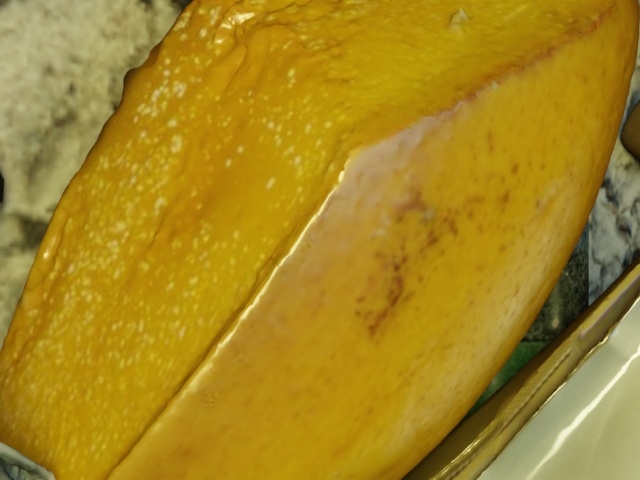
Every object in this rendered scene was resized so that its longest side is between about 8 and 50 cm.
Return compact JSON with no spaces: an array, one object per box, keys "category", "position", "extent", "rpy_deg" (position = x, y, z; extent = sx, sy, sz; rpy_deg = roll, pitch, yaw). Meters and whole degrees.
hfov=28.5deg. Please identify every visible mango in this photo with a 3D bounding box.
[{"category":"mango","position":[0.000,0.000,0.502],"extent":[0.199,0.201,0.350],"rpy_deg":[38,70,-15]}]

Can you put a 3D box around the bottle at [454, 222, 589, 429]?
[{"category":"bottle","position":[0.096,-0.020,0.670],"extent":[0.093,0.093,0.330],"rpy_deg":[-5,96,-47]}]

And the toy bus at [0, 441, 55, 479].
[{"category":"toy bus","position":[-0.184,0.049,0.274],"extent":[0.342,0.138,0.097],"rpy_deg":[47,48,-58]}]

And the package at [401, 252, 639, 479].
[{"category":"package","position":[0.105,0.131,0.557],"extent":[0.165,0.221,0.311],"rpy_deg":[41,94,1]}]

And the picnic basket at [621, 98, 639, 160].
[{"category":"picnic basket","position":[0.367,-0.159,0.856],"extent":[0.254,0.291,0.321],"rpy_deg":[7,128,-47]}]
